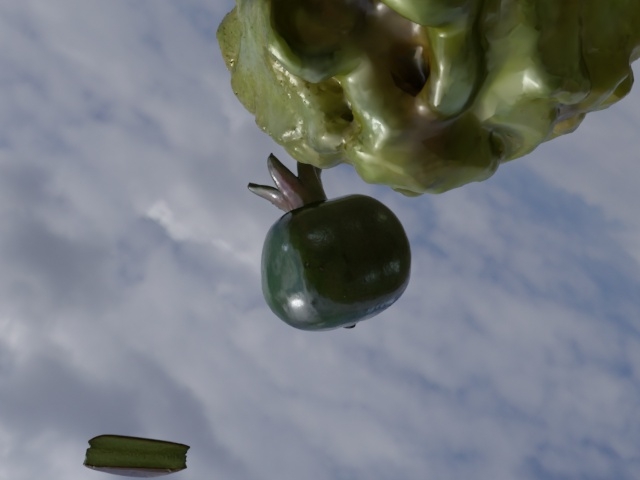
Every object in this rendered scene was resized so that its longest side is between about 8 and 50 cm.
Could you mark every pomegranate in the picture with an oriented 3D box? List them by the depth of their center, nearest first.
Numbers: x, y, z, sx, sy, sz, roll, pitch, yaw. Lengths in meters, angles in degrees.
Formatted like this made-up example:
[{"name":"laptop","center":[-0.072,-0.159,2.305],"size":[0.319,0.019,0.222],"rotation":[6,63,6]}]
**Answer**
[{"name":"pomegranate","center":[0.000,0.000,1.323],"size":[0.152,0.131,0.191],"rotation":[-18,-119,-29]}]

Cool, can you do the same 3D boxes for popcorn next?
[{"name":"popcorn","center":[0.056,-0.128,0.794],"size":[0.241,0.250,0.235],"rotation":[21,-129,-30]}]

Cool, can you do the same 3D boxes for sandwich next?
[{"name":"sandwich","center":[-0.150,0.176,1.067],"size":[0.083,0.044,0.031],"rotation":[9,-109,-12]}]
